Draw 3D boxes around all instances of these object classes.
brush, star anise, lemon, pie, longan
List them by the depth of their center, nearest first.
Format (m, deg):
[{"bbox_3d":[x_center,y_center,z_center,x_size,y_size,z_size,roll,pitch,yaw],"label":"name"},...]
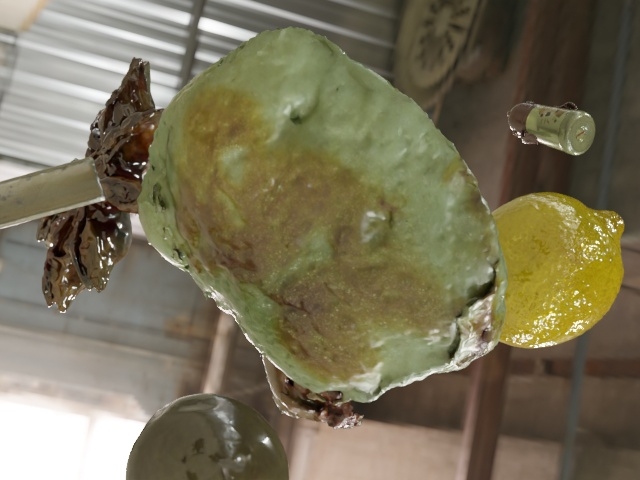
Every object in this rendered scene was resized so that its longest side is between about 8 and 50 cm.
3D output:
[{"bbox_3d":[0.004,-0.005,0.941,0.257,0.274,0.105,-27,-164,43],"label":"pie"},{"bbox_3d":[-0.305,-0.019,1.163,0.036,0.248,0.043,-21,-93,70],"label":"brush"},{"bbox_3d":[-0.231,-0.059,1.469,0.288,0.088,0.288,-49,-150,41],"label":"star anise"},{"bbox_3d":[0.270,0.038,1.705,0.187,0.244,0.187,61,-3,6],"label":"lemon"},{"bbox_3d":[-0.163,0.341,1.970,0.248,0.248,0.248,-166,-90,-71],"label":"longan"}]

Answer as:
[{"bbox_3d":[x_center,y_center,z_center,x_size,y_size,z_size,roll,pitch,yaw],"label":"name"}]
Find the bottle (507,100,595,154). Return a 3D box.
[{"bbox_3d":[0.239,-0.123,1.469,0.101,0.063,0.047,23,-61,49],"label":"bottle"}]
